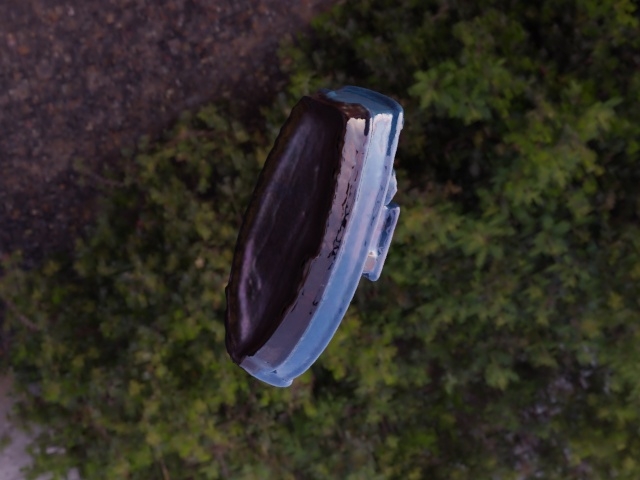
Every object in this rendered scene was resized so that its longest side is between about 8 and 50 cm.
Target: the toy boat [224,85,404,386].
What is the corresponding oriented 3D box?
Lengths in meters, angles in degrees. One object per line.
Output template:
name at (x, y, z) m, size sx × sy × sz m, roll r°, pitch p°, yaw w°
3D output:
toy boat at (0.000, 0.000, 0.793) m, size 0.097 × 0.100 × 0.223 m, roll 10°, pitch 102°, yaw -47°
